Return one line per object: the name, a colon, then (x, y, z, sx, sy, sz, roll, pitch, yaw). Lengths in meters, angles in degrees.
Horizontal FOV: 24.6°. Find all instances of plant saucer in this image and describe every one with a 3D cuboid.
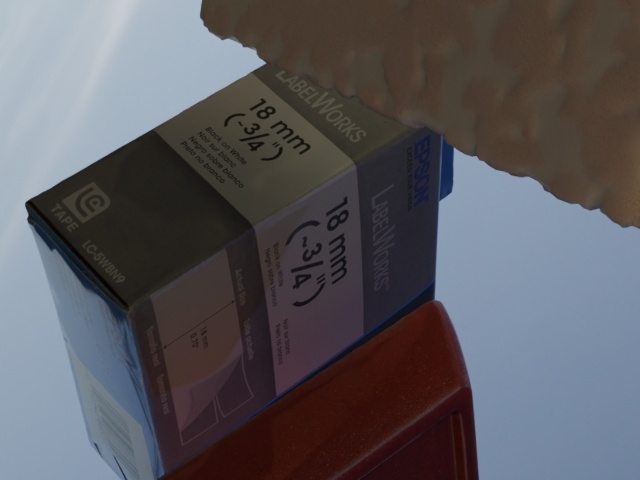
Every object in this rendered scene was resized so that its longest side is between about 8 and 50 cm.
plant saucer: (0.007, 0.199, 0.797, 0.258, 0.259, 0.048, -30, -144, -35)

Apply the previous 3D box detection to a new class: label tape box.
label tape box: (0.000, 0.000, 0.920, 0.334, 0.240, 0.106, -34, -124, -23)

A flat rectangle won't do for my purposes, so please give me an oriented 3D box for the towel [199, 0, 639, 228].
towel: (0.075, -0.200, 0.612, 0.332, 0.053, 0.317, 33, -64, 48)
